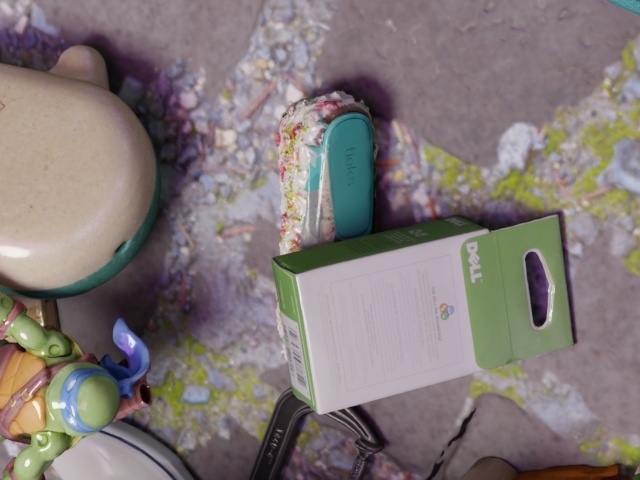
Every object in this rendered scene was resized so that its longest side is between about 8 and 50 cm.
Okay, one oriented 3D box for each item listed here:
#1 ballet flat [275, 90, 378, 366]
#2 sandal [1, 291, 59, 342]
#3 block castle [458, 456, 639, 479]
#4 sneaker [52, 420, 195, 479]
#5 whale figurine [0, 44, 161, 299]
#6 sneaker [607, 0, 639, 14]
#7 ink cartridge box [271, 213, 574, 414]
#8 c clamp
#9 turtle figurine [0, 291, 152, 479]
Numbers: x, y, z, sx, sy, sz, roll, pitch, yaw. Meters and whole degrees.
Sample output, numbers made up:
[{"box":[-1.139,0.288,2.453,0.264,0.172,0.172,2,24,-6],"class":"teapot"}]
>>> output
[{"box":[0.000,0.000,1.384,0.077,0.091,0.241,23,114,49],"class":"ballet flat"},{"box":[-0.279,0.008,1.496,0.088,0.079,0.240,-6,104,25],"class":"sandal"},{"box":[0.285,0.306,1.272,0.453,0.213,0.303,-8,104,25],"class":"block castle"},{"box":[-0.136,0.249,1.505,0.258,0.091,0.094,43,118,6],"class":"sneaker"},{"box":[-0.247,-0.065,1.431,0.272,0.141,0.216,36,77,21],"class":"whale figurine"},{"box":[0.129,-0.218,1.252,0.275,0.107,0.110,26,135,19],"class":"sneaker"},{"box":[0.076,0.047,1.338,0.209,0.062,0.109,-13,105,-16],"class":"ink cartridge box"},{"box":[0.007,0.199,1.470,0.137,0.022,0.161,24,116,21],"class":"c clamp"},{"box":[-0.286,0.124,1.362,0.198,0.274,0.266,56,157,-19],"class":"turtle figurine"}]
